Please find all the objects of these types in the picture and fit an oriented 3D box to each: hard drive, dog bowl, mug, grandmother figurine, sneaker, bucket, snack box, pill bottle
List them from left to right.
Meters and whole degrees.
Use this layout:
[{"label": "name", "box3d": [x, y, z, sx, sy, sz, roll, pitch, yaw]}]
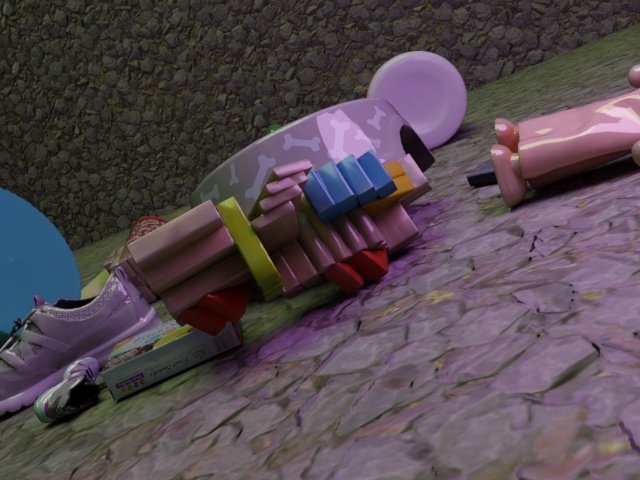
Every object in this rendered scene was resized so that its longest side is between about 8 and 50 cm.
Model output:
[{"label": "bucket", "box3d": [-0.491, 0.066, 0.936, 0.183, 0.281, 0.281, -30, 8, 19]}, {"label": "sneaker", "box3d": [-0.346, 0.125, 0.832, 0.282, 0.115, 0.105, -26, 11, -12]}, {"label": "sneaker", "box3d": [-0.248, 0.154, 0.709, 0.069, 0.038, 0.098, -17, 21, 23]}, {"label": "mug", "box3d": [-0.397, 0.033, 1.525, 0.113, 0.150, 0.169, 12, 11, -10]}, {"label": "snack box", "box3d": [-0.155, 0.111, 0.713, 0.141, 0.037, 0.100, -24, 9, -5]}, {"label": "dog bowl", "box3d": [-0.019, -0.073, 0.913, 0.349, 0.102, 0.349, -26, -5, -3]}, {"label": "pill bottle", "box3d": [0.224, -0.350, 1.681, 0.229, 0.228, 0.407, -22, 10, 7]}, {"label": "hard drive", "box3d": [0.281, -0.108, 0.916, 0.094, 0.022, 0.135, -31, 13, -35]}, {"label": "grandmother figurine", "box3d": [0.362, -0.136, 0.704, 0.343, 0.104, 0.207, -14, 41, 29]}]

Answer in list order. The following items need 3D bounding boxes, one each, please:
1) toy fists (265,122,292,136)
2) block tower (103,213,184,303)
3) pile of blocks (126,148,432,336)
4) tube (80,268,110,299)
[{"label": "toy fists", "box3d": [0.016, -0.150, 1.183, 0.279, 0.096, 0.142, 8, 43, 21]}, {"label": "block tower", "box3d": [-0.196, -0.004, 1.130, 0.336, 0.097, 0.091, -28, 23, 5]}, {"label": "pile of blocks", "box3d": [0.000, 0.000, 0.662, 0.362, 0.112, 0.149, -23, -18, -31]}, {"label": "tube", "box3d": [-0.371, 0.093, 1.150, 0.240, 0.062, 0.070, -57, -9, -66]}]
